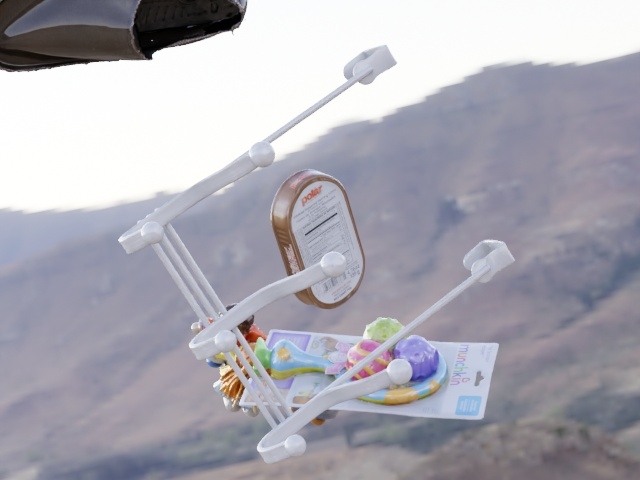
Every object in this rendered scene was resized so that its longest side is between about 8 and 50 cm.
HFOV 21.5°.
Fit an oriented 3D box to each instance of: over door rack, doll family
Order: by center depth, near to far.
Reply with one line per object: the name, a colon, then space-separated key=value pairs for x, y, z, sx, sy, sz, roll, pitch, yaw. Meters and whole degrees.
over door rack: x=0.017 y=0.001 z=1.442 sx=0.324 sy=0.239 sz=0.108 roll=-39 pitch=15 yaw=-30
doll family: x=-0.026 y=0.159 z=1.930 sx=0.263 sy=0.118 sz=0.163 roll=12 pitch=-27 yaw=-5

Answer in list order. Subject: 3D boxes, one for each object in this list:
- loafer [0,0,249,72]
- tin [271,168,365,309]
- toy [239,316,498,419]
loafer: x=-0.153 y=-0.170 z=1.238 sx=0.220 sy=0.080 sz=0.078 roll=-15 pitch=34 yaw=-7
tin: x=0.000 y=0.000 z=2.131 sx=0.040 sy=0.189 sz=0.106 roll=15 pitch=42 yaw=45
toy: x=0.048 y=0.114 z=1.650 sx=0.237 sy=0.056 sz=0.137 roll=0 pitch=29 yaw=14
